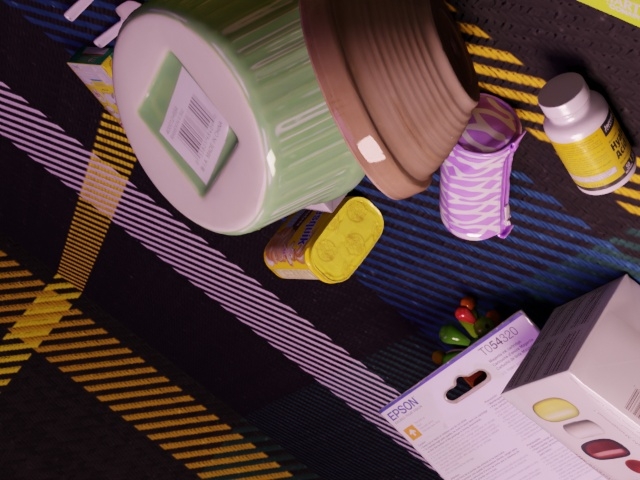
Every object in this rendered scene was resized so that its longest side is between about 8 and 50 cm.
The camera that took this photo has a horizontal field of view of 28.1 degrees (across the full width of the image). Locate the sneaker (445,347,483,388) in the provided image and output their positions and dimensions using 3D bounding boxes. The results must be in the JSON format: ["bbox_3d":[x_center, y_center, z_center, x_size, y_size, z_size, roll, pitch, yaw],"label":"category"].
[{"bbox_3d":[0.252,0.214,1.947,0.175,0.067,0.064,22,157,40],"label":"sneaker"}]

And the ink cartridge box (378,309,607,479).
[{"bbox_3d":[0.297,0.271,1.776,0.330,0.071,0.324,47,132,-2],"label":"ink cartridge box"}]

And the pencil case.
[{"bbox_3d":[0.174,-0.073,1.395,0.088,0.086,0.206,37,162,22],"label":"pencil case"}]

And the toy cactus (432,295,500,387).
[{"bbox_3d":[0.250,0.170,1.826,0.180,0.112,0.219,23,149,11],"label":"toy cactus"}]

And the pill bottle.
[{"bbox_3d":[0.253,-0.104,1.224,0.065,0.065,0.116,13,151,49],"label":"pill bottle"}]

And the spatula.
[{"bbox_3d":[-0.321,-0.337,1.756,0.168,0.019,0.242,38,162,-19],"label":"spatula"}]

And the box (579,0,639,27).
[{"bbox_3d":[0.232,-0.216,0.939,0.178,0.109,0.042,29,157,21],"label":"box"}]

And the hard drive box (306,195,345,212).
[{"bbox_3d":[-0.080,-0.136,1.686,0.232,0.089,0.181,10,147,51],"label":"hard drive box"}]

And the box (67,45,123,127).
[{"bbox_3d":[-0.294,-0.217,1.940,0.105,0.043,0.179,13,147,48],"label":"box"}]

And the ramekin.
[{"bbox_3d":[-0.095,-0.154,1.415,0.303,0.148,0.303,30,136,34],"label":"ramekin"}]

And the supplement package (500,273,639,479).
[{"bbox_3d":[0.363,0.174,1.541,0.194,0.149,0.203,38,160,-3],"label":"supplement package"}]

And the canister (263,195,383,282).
[{"bbox_3d":[0.000,0.000,1.805,0.073,0.126,0.170,44,161,-19],"label":"canister"}]

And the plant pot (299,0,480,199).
[{"bbox_3d":[0.081,-0.167,1.237,0.109,0.237,0.237,-22,130,19],"label":"plant pot"}]
